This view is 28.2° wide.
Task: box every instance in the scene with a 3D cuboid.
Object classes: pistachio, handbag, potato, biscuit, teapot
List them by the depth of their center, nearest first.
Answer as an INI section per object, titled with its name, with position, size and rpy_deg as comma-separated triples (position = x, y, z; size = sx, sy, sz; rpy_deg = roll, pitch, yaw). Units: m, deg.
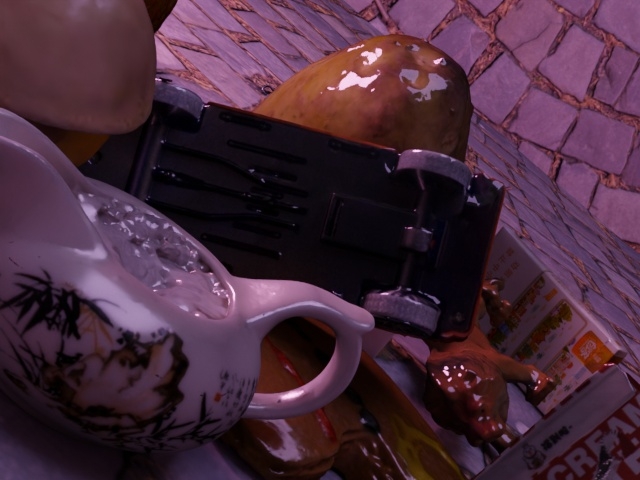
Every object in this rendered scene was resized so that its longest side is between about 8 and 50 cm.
[teapot]
position = -0.109, 0.039, 0.809
size = 0.299, 0.166, 0.208
rpy_deg = 20, 12, -27
[pistachio]
position = -0.264, -0.166, 0.885
size = 0.309, 0.230, 0.230
rpy_deg = 46, 14, -15
[biscuit]
position = 0.010, 0.139, 0.980
size = 0.277, 0.052, 0.262
rpy_deg = 22, 24, -48
[handbag]
position = 0.263, 0.231, 1.023
size = 0.298, 0.171, 0.151
rpy_deg = 47, 12, -19
[potato]
position = 0.077, -0.134, 1.531
size = 0.301, 0.237, 0.289
rpy_deg = 35, 17, -20

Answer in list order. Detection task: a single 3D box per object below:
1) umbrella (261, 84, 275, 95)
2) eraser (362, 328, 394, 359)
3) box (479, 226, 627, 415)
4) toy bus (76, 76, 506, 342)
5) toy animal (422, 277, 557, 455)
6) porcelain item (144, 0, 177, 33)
[umbrella]
position = -0.023, -0.173, 1.809
size = 0.149, 0.022, 0.022
rpy_deg = 39, 58, -4
[eraser]
position = -0.058, -0.002, 1.156
size = 0.298, 0.078, 0.076
rpy_deg = 39, 16, -4
[box]
position = 0.250, 0.098, 1.510
size = 0.032, 0.122, 0.220
rpy_deg = 19, 26, -50
[toy bus]
position = -0.031, -0.017, 1.019
size = 0.329, 0.143, 0.153
rpy_deg = 14, -11, 1
[toy animal]
position = 0.144, 0.111, 1.265
size = 0.157, 0.097, 0.312
rpy_deg = 38, 18, -27
[porcelain item]
position = -0.270, -0.327, 1.398
size = 0.253, 0.253, 0.253
rpy_deg = 37, 16, -12
